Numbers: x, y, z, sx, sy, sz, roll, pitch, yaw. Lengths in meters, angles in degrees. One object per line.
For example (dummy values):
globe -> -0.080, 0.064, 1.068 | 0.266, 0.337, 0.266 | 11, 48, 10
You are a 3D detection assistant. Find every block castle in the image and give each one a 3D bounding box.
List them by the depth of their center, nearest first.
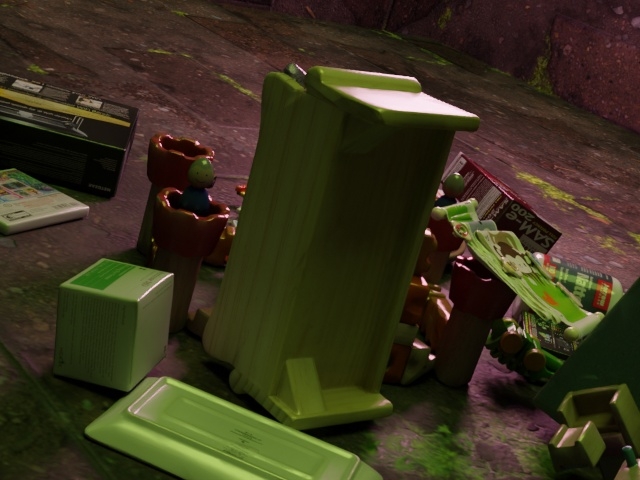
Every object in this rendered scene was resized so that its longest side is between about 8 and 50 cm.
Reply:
block castle -> 0.000, 0.000, 1.416 | 0.453, 0.213, 0.303 | 13, 20, -14

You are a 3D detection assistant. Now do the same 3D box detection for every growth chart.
growth chart -> 0.239, 0.033, 1.345 | 0.237, 0.021, 0.172 | 43, 22, 8

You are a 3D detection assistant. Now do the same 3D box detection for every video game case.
video game case -> -0.412, -0.054, 1.504 | 0.143, 0.019, 0.157 | 25, 22, 23

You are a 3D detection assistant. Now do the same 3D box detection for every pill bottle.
pill bottle -> 0.380, 0.093, 1.644 | 0.180, 0.108, 0.108 | 18, 19, 2

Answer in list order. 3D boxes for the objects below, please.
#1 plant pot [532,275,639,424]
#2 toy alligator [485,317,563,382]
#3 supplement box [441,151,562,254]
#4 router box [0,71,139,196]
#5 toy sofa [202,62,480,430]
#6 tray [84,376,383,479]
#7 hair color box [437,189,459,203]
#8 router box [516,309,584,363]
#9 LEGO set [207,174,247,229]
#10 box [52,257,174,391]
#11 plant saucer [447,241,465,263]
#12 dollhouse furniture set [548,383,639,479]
plant pot -> 0.455, 0.167, 1.326 | 0.252, 0.247, 0.248 | 44, 28, 20
toy alligator -> 0.271, 0.157, 1.464 | 0.190, 0.051, 0.056 | 38, 17, -11
supplement box -> 0.317, -0.062, 2.017 | 0.130, 0.073, 0.239 | 31, 12, -27
router box -> -0.441, -0.175, 1.714 | 0.309, 0.081, 0.243 | 14, 20, -8
toy sofa -> 0.014, 0.002, 1.190 | 0.150, 0.362, 0.177 | -1, 23, -41
tray -> -0.076, 0.198, 1.084 | 0.270, 0.030, 0.145 | 21, 20, 10
hair color box -> 0.169, -0.070, 2.011 | 0.141, 0.043, 0.072 | 10, 20, -19
router box -> 0.315, 0.145, 1.552 | 0.092, 0.038, 0.122 | 19, 19, 2
LEGO set -> -0.113, -0.053, 1.705 | 0.182, 0.060, 0.244 | 14, 19, -20
box -> -0.210, 0.084, 1.154 | 0.087, 0.102, 0.101 | 12, 17, 11
plant saucer -> 0.096, -0.019, 1.814 | 0.278, 0.041, 0.278 | 16, 19, -6
dollhouse furniture set -> 0.351, 0.278, 1.066 | 0.286, 0.198, 0.303 | -15, 12, 34
